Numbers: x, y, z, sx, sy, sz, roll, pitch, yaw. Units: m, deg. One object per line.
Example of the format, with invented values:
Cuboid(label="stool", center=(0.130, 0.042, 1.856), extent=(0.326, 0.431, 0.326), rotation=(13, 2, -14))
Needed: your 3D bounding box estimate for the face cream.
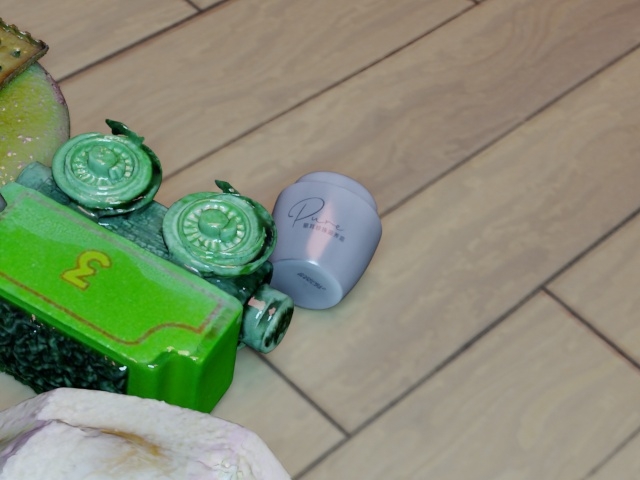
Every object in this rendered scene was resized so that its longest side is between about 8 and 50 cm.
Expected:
Cuboid(label="face cream", center=(0.000, 0.000, 1.268), extent=(0.091, 0.091, 0.095), rotation=(19, 55, 2))

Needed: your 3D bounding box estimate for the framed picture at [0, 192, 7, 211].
Cuboid(label="framed picture", center=(-0.459, -0.104, 1.181), extent=(0.326, 0.028, 0.446), rotation=(-31, 58, -6))

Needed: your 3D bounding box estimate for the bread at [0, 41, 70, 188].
Cuboid(label="bread", center=(-0.321, -0.106, 1.313), extent=(0.228, 0.033, 0.228), rotation=(7, 48, -8))

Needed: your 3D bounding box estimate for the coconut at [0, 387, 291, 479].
Cuboid(label="coconut", center=(-0.119, 0.239, 0.868), extent=(0.297, 0.298, 0.309), rotation=(23, 31, 5))

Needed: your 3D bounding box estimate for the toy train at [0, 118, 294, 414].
Cuboid(label="toy train", center=(-0.149, 0.034, 1.171), extent=(0.243, 0.132, 0.188), rotation=(27, 52, 12))

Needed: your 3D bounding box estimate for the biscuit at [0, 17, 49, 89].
Cuboid(label="biscuit", center=(-0.348, -0.172, 1.332), extent=(0.203, 0.016, 0.144), rotation=(25, 45, 11))
